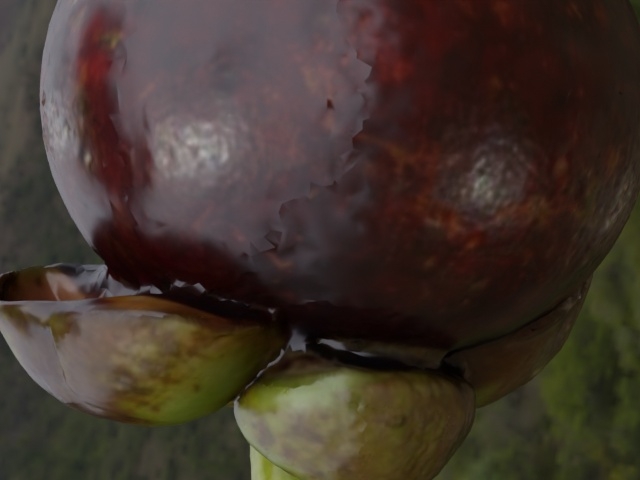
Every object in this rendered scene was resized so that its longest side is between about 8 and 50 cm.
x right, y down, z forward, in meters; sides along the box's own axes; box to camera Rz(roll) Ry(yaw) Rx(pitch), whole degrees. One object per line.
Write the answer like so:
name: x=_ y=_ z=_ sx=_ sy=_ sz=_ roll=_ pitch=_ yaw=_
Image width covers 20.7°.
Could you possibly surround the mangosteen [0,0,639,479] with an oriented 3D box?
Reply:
mangosteen: x=-0.001 y=-0.008 z=0.433 sx=0.146 sy=0.156 sz=0.181 roll=-106 pitch=23 yaw=-66
